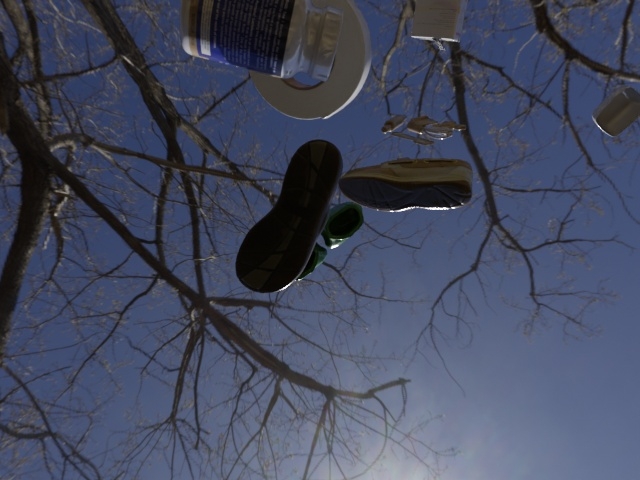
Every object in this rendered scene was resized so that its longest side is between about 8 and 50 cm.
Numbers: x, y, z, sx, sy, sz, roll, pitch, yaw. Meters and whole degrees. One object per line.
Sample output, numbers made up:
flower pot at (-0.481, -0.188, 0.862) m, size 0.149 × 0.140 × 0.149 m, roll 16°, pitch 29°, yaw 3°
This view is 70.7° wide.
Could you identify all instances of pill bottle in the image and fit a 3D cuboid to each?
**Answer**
pill bottle at (-0.102, -0.379, 0.806) m, size 0.265 × 0.153 × 0.153 m, roll 13°, pitch -93°, yaw -6°

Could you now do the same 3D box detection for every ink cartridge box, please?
ink cartridge box at (0.245, -0.467, 0.922) m, size 0.090 × 0.092 × 0.143 m, roll 14°, pitch -66°, yaw 20°

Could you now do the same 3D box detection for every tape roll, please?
tape roll at (-0.041, -0.559, 1.346) m, size 0.393 × 0.072 × 0.391 m, roll 10°, pitch -63°, yaw 20°

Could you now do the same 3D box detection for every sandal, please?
sandal at (-0.035, -0.027, 0.594) m, size 0.090 × 0.060 × 0.219 m, roll 26°, pitch -82°, yaw 13°

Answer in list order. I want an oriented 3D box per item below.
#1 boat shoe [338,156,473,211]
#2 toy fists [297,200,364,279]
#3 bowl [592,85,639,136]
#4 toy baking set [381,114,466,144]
boat shoe at (0.086, -0.060, 0.458) m, size 0.136 × 0.050 × 0.045 m, roll 7°, pitch -127°, yaw 24°
toy fists at (0.000, 0.000, 1.191) m, size 0.279 × 0.142 × 0.096 m, roll -43°, pitch -75°, yaw 0°
bowl at (0.952, -0.420, 1.449) m, size 0.142 × 0.053 × 0.142 m, roll 23°, pitch -59°, yaw -29°
toy baking set at (0.259, -0.294, 1.158) m, size 0.197 × 0.256 × 0.030 m, roll 13°, pitch -60°, yaw 30°
